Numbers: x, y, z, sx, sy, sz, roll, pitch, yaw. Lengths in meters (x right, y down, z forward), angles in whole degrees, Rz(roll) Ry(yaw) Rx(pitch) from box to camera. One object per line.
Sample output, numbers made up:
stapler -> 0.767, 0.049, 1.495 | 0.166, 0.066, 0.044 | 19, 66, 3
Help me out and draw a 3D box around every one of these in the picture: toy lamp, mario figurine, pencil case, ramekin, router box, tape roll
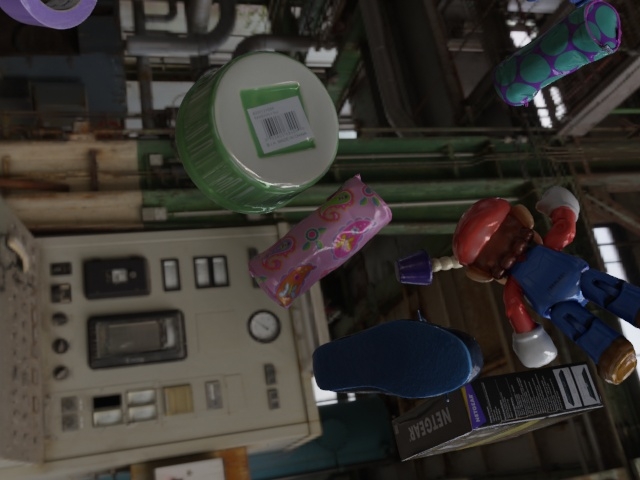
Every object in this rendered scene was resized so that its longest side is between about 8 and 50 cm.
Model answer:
toy lamp -> 0.294, 0.045, 1.336 | 0.080, 0.274, 0.080 | 171, -90, -87
mario figurine -> 0.325, 0.051, 0.897 | 0.320, 0.198, 0.170 | 44, -28, 39
pencil case -> 0.283, -0.220, 0.768 | 0.151, 0.070, 0.065 | -26, -142, 56
pencil case -> 0.000, 0.000, 1.193 | 0.124, 0.284, 0.124 | 49, -7, 8
ramekin -> -0.110, -0.211, 1.223 | 0.148, 0.303, 0.304 | -15, -101, 58
router box -> 0.293, 0.306, 1.117 | 0.309, 0.242, 0.081 | 119, -38, -59
tape roll -> -0.501, -0.486, 1.153 | 0.080, 0.189, 0.189 | 17, -63, 26

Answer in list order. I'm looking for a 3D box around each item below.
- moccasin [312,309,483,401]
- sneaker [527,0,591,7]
moccasin -> 0.127, 0.183, 1.036 | 0.342, 0.116, 0.138 | -10, -99, 49
sneaker -> 0.406, -0.369, 0.873 | 0.112, 0.131, 0.296 | 48, -8, -31
